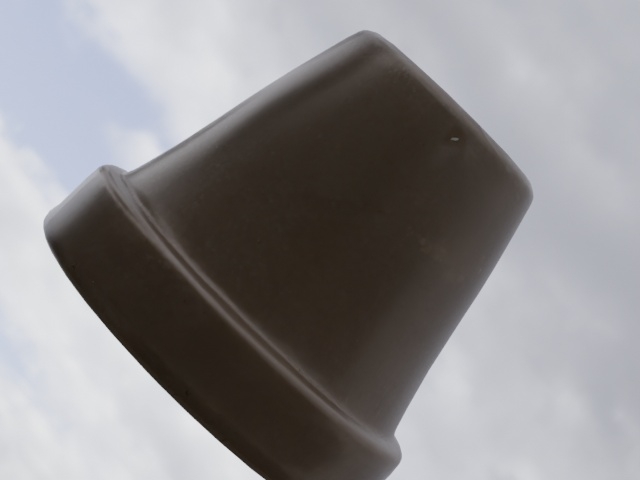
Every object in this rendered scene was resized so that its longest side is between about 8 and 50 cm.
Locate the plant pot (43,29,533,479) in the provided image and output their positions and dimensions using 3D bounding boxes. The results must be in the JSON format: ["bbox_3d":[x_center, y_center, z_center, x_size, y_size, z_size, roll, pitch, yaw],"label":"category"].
[{"bbox_3d":[0.000,0.000,1.072,0.263,0.229,0.263,44,2,-2],"label":"plant pot"}]
